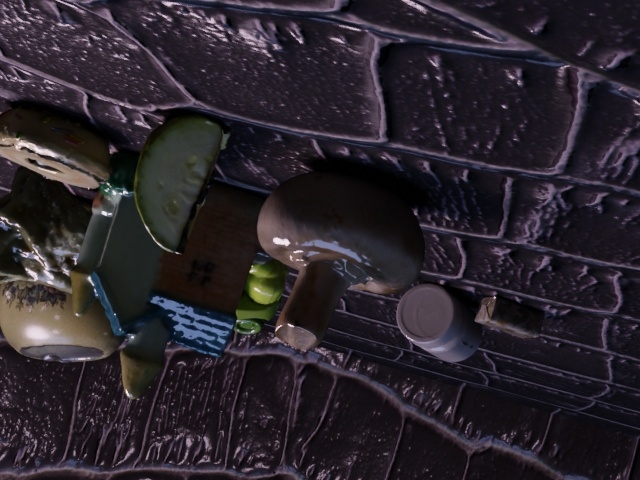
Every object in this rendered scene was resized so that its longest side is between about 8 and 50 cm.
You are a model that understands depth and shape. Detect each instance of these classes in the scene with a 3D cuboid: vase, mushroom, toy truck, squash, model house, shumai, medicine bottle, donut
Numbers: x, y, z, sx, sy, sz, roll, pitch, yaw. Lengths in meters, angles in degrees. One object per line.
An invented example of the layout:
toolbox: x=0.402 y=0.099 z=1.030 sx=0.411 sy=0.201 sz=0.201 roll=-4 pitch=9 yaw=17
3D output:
vase: x=-0.413 y=0.053 z=2.427 sx=0.329 sy=0.302 sz=0.241 roll=-7 pitch=162 yaw=21
mushroom: x=0.014 y=0.027 z=1.617 sx=0.207 sy=0.215 sz=0.207 roll=20 pitch=164 yaw=6
toy truck: x=-0.137 y=0.058 z=2.309 sx=0.187 sy=0.148 sz=0.210 roll=24 pitch=143 yaw=-26
squash: x=-0.172 y=-0.097 z=1.673 sx=0.093 sy=0.169 sz=0.252 roll=20 pitch=-167 yaw=-5
model house: x=-0.229 y=0.071 z=1.944 sx=0.267 sy=0.325 sz=0.194 roll=19 pitch=168 yaw=-12
shumai: x=-0.449 y=0.024 z=2.171 sx=0.261 sy=0.222 sz=0.225 roll=45 pitch=172 yaw=-21
medicine bottle: x=0.200 y=0.138 z=2.253 sx=0.105 sy=0.105 sz=0.168 roll=12 pitch=170 yaw=26
donut: x=-0.357 y=-0.127 z=1.815 sx=0.174 sy=0.068 sz=0.174 roll=19 pitch=170 yaw=3

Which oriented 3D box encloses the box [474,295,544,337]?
box: x=0.301 y=0.123 z=2.166 sx=0.098 sy=0.045 sz=0.062 roll=20 pitch=169 yaw=-15
